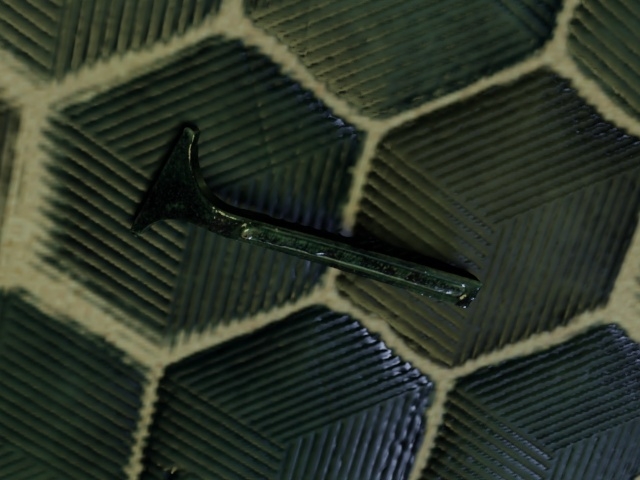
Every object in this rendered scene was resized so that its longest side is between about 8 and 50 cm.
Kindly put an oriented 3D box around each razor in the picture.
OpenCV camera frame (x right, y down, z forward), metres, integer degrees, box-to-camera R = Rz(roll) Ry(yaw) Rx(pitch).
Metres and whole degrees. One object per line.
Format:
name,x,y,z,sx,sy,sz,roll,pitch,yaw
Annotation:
razor,0.001,0.003,0.936,0.190,0.033,0.066,19,118,-27
